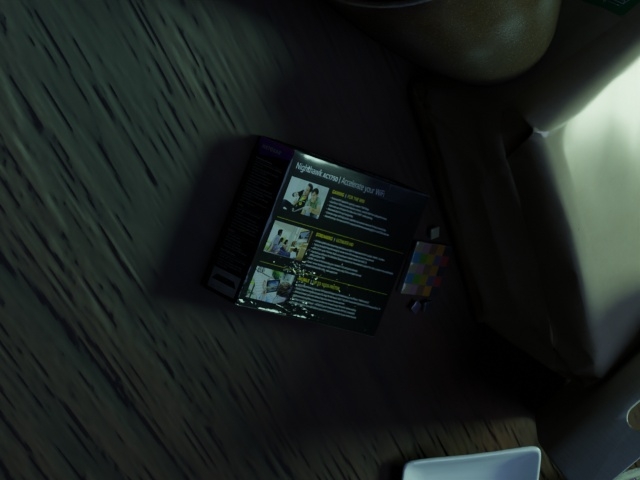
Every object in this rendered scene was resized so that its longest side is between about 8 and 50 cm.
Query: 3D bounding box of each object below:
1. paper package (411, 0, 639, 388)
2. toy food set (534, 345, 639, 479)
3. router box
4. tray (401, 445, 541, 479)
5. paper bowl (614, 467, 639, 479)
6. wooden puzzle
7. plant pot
[{"bbox_3d":[0.268,-0.095,1.617,0.325,0.168,0.309,-40,133,-23],"label":"paper package"},{"bbox_3d":[0.314,0.137,1.691,0.219,0.092,0.306,-42,177,5],"label":"toy food set"},{"bbox_3d":[0.000,0.000,1.488,0.179,0.046,0.133,17,97,-48],"label":"router box"},{"bbox_3d":[0.133,0.320,1.764,0.145,0.030,0.270,-4,115,-17],"label":"tray"},{"bbox_3d":[0.308,0.374,1.901,0.284,0.148,0.284,-22,124,-37],"label":"paper bowl"},{"bbox_3d":[0.094,0.026,1.622,0.049,0.006,0.083,8,104,-46],"label":"wooden puzzle"},{"bbox_3d":[0.102,-0.218,1.387,0.215,0.215,0.230,-56,150,-8],"label":"plant pot"}]
